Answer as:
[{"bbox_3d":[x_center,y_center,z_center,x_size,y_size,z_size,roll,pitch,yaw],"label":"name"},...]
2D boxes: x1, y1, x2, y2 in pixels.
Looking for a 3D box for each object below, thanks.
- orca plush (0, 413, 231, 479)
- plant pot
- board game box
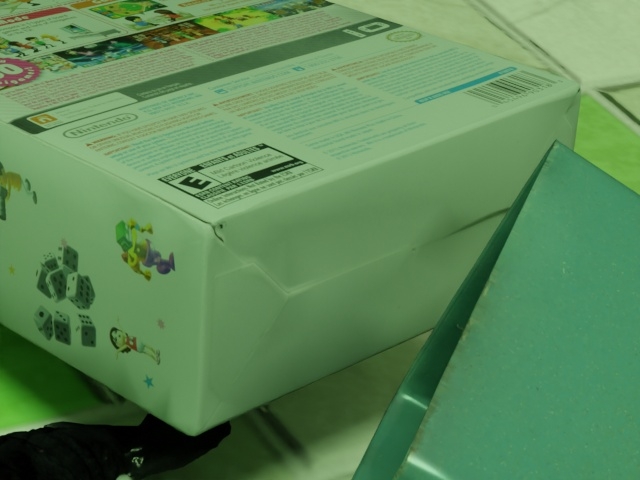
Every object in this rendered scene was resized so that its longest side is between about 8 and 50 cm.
[{"bbox_3d":[-0.114,0.117,0.648,0.151,0.102,0.287,28,36,20],"label":"orca plush"},{"bbox_3d":[0.129,0.119,0.668,0.234,0.165,0.166,29,48,1],"label":"plant pot"},{"bbox_3d":[-0.073,-0.045,0.847,0.303,0.098,0.224,26,32,38],"label":"board game box"}]
